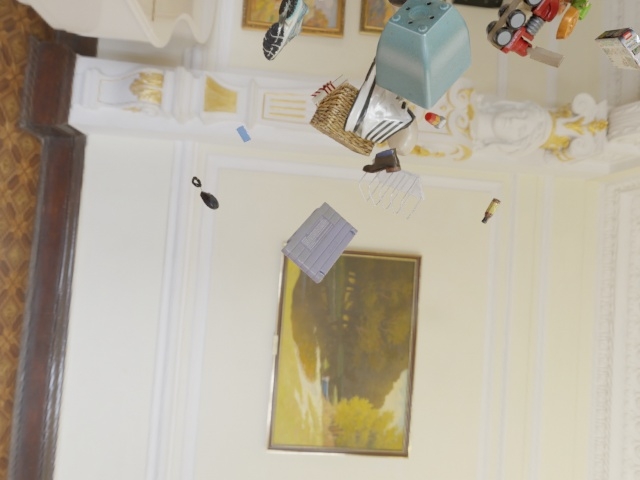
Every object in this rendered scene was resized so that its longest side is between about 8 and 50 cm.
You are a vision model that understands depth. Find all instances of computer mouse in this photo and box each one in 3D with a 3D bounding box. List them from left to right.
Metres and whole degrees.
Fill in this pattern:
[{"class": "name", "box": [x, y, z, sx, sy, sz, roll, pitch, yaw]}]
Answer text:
[{"class": "computer mouse", "box": [-0.485, -0.209, 1.745, 0.041, 0.071, 0.242, -51, -126, 14]}]

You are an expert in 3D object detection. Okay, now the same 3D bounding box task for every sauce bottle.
[{"class": "sauce bottle", "box": [0.813, -0.140, 1.982, 0.042, 0.042, 0.128, -94, -157, -57]}]

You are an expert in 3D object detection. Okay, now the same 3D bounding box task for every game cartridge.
[{"class": "game cartridge", "box": [0.000, 0.000, 1.913, 0.355, 0.230, 0.068, -50, 179, -36]}]

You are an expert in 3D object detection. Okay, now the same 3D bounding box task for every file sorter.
[{"class": "file sorter", "box": [0.357, -0.256, 2.107, 0.173, 0.277, 0.193, -53, 147, -13]}]

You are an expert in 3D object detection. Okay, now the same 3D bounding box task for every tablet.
[{"class": "tablet", "box": [-0.389, -0.540, 2.099, 0.083, 0.054, 0.006, 60, 36, -23]}]

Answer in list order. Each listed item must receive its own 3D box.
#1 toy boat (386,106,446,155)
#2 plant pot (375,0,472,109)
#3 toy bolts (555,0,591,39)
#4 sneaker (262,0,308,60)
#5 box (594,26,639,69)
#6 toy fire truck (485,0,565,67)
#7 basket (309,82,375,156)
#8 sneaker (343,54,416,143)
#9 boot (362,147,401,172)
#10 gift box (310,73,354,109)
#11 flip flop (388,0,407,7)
[{"class": "toy boat", "box": [0.492, -0.588, 2.178, 0.318, 0.148, 0.268, -11, -100, 43]}, {"class": "plant pot", "box": [0.333, -0.647, 1.369, 0.248, 0.247, 0.252, -47, 152, -9]}, {"class": "toy bolts", "box": [0.785, -0.806, 1.356, 0.218, 0.158, 0.228, -53, 151, -8]}, {"class": "sneaker", "box": [-0.140, -0.893, 1.774, 0.110, 0.122, 0.283, 50, -61, 22]}, {"class": "box", "box": [0.852, -0.538, 1.166, 0.036, 0.114, 0.207, -39, -172, 28]}, {"class": "toy fire truck", "box": [0.740, -0.724, 1.421, 0.217, 0.246, 0.159, -55, -157, 35]}, {"class": "basket", "box": [0.129, -0.559, 1.905, 0.223, 0.299, 0.213, -62, -147, 8]}, {"class": "sneaker", "box": [0.297, -0.607, 1.692, 0.169, 0.257, 0.448, -74, -170, -80]}, {"class": "boot", "box": [0.282, -0.375, 1.943, 0.219, 0.082, 0.106, 7, -65, 45]}, {"class": "gift box", "box": [0.098, -0.738, 2.328, 0.258, 0.276, 0.255, 56, 0, 23]}, {"class": "flip flop", "box": [0.409, -0.992, 1.681, 0.080, 0.276, 0.112, 86, -5, -79]}]
